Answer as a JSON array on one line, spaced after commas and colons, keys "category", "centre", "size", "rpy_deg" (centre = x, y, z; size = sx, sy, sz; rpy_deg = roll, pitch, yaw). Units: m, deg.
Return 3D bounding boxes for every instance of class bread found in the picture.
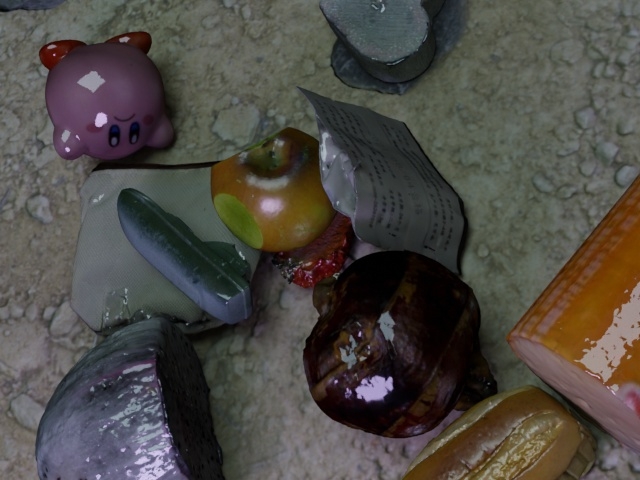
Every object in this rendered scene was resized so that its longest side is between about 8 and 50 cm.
[{"category": "bread", "centre": [0.192, 0.263, 1.706], "size": [0.236, 0.106, 0.140], "rpy_deg": [-41, 55, -1]}]

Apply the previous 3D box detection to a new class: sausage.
[{"category": "sausage", "centre": [0.378, 0.070, 1.649], "size": [0.233, 0.233, 0.287], "rpy_deg": [37, 84, 33]}]

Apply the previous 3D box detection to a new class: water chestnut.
[{"category": "water chestnut", "centre": [0.094, 0.134, 1.757], "size": [0.223, 0.238, 0.223], "rpy_deg": [-51, 18, 24]}]

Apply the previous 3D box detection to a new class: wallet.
[{"category": "wallet", "centre": [-0.197, -0.001, 2.030], "size": [0.335, 0.068, 0.274], "rpy_deg": [-1, 63, 27]}]

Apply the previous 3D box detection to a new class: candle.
[{"category": "candle", "centre": [0.082, -0.307, 2.055], "size": [0.169, 0.068, 0.192], "rpy_deg": [5, 66, 22]}]

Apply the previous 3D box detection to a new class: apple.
[{"category": "apple", "centre": [-0.053, -0.071, 1.892], "size": [0.146, 0.147, 0.163], "rpy_deg": [-42, 75, -19]}]

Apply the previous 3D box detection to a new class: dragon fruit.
[{"category": "dragon fruit", "centre": [-0.249, 0.241, 1.850], "size": [0.221, 0.204, 0.283], "rpy_deg": [-21, 58, 14]}]

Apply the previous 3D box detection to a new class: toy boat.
[{"category": "toy boat", "centre": [-0.174, 0.008, 1.927], "size": [0.085, 0.078, 0.260], "rpy_deg": [-35, 55, -25]}]

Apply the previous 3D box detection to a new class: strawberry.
[{"category": "strawberry", "centre": [0.001, 0.002, 1.954], "size": [0.104, 0.048, 0.152], "rpy_deg": [25, 62, 38]}]

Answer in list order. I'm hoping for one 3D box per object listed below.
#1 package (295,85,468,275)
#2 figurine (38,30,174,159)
[{"category": "package", "centre": [0.083, -0.082, 1.869], "size": [0.062, 0.204, 0.251], "rpy_deg": [-40, 52, 29]}, {"category": "figurine", "centre": [-0.299, -0.195, 2.110], "size": [0.173, 0.173, 0.173], "rpy_deg": [-10, 62, 19]}]
